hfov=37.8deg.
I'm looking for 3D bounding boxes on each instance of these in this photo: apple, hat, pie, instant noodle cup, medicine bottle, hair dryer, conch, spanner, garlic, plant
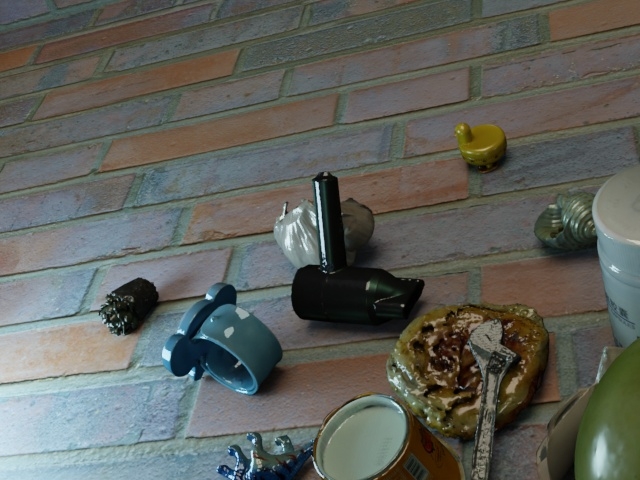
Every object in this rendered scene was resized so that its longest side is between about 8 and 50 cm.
[{"bbox_3d":[0.491,0.282,1.187,0.357,0.357,0.357,-14,39,12],"label":"apple"},{"bbox_3d":[0.422,0.280,1.400,0.164,0.219,0.226,15,70,14],"label":"hat"},{"bbox_3d":[0.252,0.209,1.623,0.308,0.085,0.308,-10,44,10],"label":"pie"},{"bbox_3d":[0.096,0.351,1.451,0.215,0.172,0.216,-21,38,18],"label":"instant noodle cup"},{"bbox_3d":[0.539,0.054,1.460,0.190,0.332,0.190,-14,39,12],"label":"medicine bottle"},{"bbox_3d":[0.063,0.016,1.793,0.244,0.302,0.116,0,17,27],"label":"hair dryer"},{"bbox_3d":[0.481,-0.030,1.779,0.135,0.102,0.153,-38,6,-1],"label":"conch"},{"bbox_3d":[0.265,0.277,1.500,0.093,0.026,0.325,4,66,19],"label":"spanner"},{"bbox_3d":[0.000,0.000,1.950,0.229,0.178,0.143,-12,67,45],"label":"garlic"},{"bbox_3d":[-0.423,0.144,2.048,0.092,0.094,0.143,20,49,28],"label":"plant"}]

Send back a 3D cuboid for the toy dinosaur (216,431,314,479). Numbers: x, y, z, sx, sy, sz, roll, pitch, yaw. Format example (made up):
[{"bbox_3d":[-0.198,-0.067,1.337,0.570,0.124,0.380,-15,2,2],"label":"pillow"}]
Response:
[{"bbox_3d":[-0.105,0.393,1.604,0.329,0.076,0.144,-34,46,-9],"label":"toy dinosaur"}]

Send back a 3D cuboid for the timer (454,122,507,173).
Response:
[{"bbox_3d":[0.354,-0.219,2.058,0.107,0.109,0.107,-14,39,12],"label":"timer"}]

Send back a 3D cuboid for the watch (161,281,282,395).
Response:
[{"bbox_3d":[-0.172,0.207,1.789,0.193,0.211,0.211,22,55,25],"label":"watch"}]
